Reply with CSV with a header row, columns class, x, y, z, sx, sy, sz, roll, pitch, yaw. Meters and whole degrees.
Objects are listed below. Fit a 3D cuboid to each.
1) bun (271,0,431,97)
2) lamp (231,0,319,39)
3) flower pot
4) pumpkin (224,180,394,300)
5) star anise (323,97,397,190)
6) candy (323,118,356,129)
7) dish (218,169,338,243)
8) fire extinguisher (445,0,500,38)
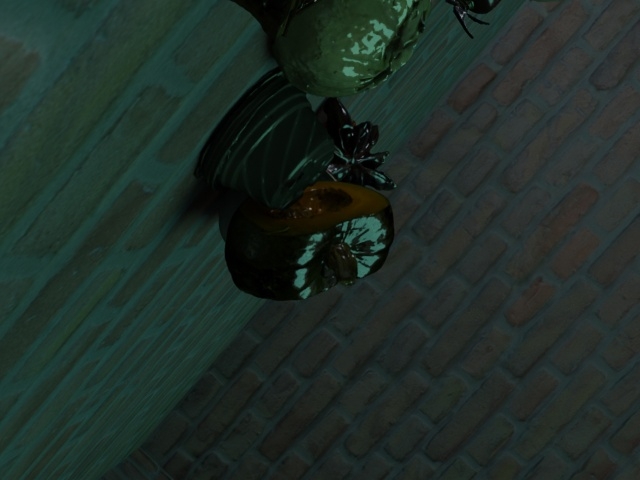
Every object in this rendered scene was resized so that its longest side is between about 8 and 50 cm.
class,x,y,z,sx,sy,sz,roll,pitch,yaw
bun,0.057,-0.295,0.951,0.259,0.152,0.259,-50,176,-4
lamp,0.033,-0.340,0.751,0.325,0.090,0.089,-44,174,-33
flower pot,-0.068,-0.140,1.096,0.235,0.140,0.235,-48,172,-8
pumpkin,0.000,0.000,1.191,0.317,0.222,0.139,-13,121,-37
star anise,0.049,-0.171,1.462,0.283,0.129,0.212,23,95,-41
candy,-0.028,-0.188,1.513,0.287,0.078,0.084,-38,176,-29
dish,-0.088,-0.061,1.325,0.256,0.117,0.256,-24,130,-31
fire extinguisher,0.415,-0.621,1.592,0.337,0.135,0.114,-47,169,-5
